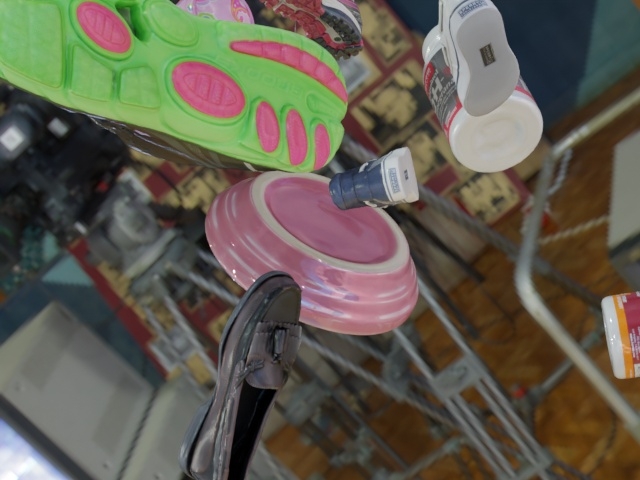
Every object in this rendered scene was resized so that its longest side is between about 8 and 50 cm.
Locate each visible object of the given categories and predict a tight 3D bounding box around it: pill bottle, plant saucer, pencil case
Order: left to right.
[{"bbox_3d":[-0.224,-0.284,1.853,0.284,0.124,0.124,-23,24,45],"label":"pencil case"},{"bbox_3d":[0.000,0.000,1.775,0.332,0.332,0.084,-71,8,-62],"label":"plant saucer"},{"bbox_3d":[0.295,-0.289,2.341,0.176,0.176,0.318,-38,38,19],"label":"pill bottle"},{"bbox_3d":[0.363,0.087,1.223,0.152,0.086,0.086,-10,23,10],"label":"pill bottle"}]

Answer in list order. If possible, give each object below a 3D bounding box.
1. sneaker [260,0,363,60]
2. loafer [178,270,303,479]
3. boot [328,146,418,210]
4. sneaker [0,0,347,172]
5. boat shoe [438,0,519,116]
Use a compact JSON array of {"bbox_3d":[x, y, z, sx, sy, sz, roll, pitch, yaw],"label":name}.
[{"bbox_3d":[-0.027,-0.456,2.240,0.121,0.299,0.112,-17,50,27],"label":"sneaker"},{"bbox_3d":[-0.082,0.189,1.557,0.095,0.109,0.302,36,108,43],"label":"loafer"},{"bbox_3d":[0.065,-0.072,1.468,0.086,0.069,0.190,-11,-1,12],"label":"boot"},{"bbox_3d":[-0.199,-0.167,1.148,0.202,0.483,0.185,-12,59,49],"label":"sneaker"},{"bbox_3d":[0.215,-0.269,1.694,0.095,0.084,0.258,-25,-29,-4],"label":"boat shoe"}]
